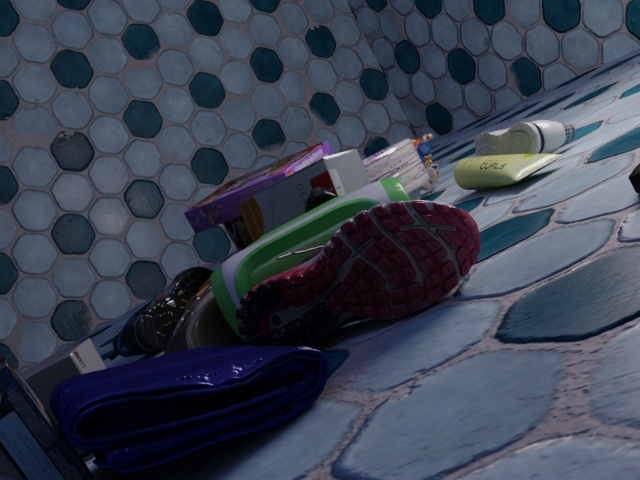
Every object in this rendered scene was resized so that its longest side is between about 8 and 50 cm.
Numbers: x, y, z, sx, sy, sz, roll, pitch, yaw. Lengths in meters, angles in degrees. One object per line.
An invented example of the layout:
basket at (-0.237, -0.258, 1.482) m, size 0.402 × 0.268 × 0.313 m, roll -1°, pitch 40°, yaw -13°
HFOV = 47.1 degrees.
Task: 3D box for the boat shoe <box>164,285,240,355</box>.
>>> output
boat shoe at (-0.157, 0.114, 1.143) m, size 0.092 × 0.102 × 0.285 m, roll -21°, pitch 14°, yaw 20°

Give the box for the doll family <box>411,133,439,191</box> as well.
doll family at (0.184, -0.118, 1.658) m, size 0.263 × 0.118 × 0.163 m, roll -45°, pitch 10°, yaw 8°

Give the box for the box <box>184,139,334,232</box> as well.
box at (-0.130, -0.117, 1.598) m, size 0.293 × 0.057 × 0.201 m, roll -18°, pitch 16°, yaw 34°

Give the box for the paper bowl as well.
paper bowl at (0.078, -0.071, 1.418) m, size 0.284 × 0.148 × 0.284 m, roll -28°, pitch 6°, yaw 3°

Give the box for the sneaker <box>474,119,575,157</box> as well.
sneaker at (0.370, -0.174, 1.365) m, size 0.095 × 0.090 × 0.235 m, roll -17°, pitch 6°, yaw -17°

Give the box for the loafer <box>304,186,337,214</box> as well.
loafer at (0.000, 0.000, 1.128) m, size 0.062 × 0.170 × 0.061 m, roll 3°, pitch 20°, yaw -13°

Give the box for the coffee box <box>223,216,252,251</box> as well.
coffee box at (-0.113, -0.019, 1.757) m, size 0.119 × 0.168 × 0.297 m, roll -31°, pitch 6°, yaw -22°

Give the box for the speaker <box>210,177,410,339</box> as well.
speaker at (0.000, 0.026, 1.036) m, size 0.297 × 0.131 × 0.131 m, roll -28°, pitch 6°, yaw 5°

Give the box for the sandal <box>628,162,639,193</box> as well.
sandal at (0.388, -0.112, 0.789) m, size 0.097 × 0.054 × 0.254 m, roll -23°, pitch 7°, yaw 40°

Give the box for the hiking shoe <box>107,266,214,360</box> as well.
hiking shoe at (-0.325, 0.146, 1.566) m, size 0.132 × 0.113 × 0.304 m, roll -24°, pitch 7°, yaw 32°

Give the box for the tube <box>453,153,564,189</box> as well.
tube at (0.307, -0.119, 1.243) m, size 0.070 × 0.062 × 0.240 m, roll -69°, pitch 16°, yaw -3°

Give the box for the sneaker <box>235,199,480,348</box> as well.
sneaker at (0.039, 0.034, 0.829) m, size 0.299 × 0.120 × 0.112 m, roll -25°, pitch 3°, yaw 28°

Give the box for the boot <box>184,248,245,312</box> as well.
boot at (-0.129, 0.057, 1.486) m, size 0.295 × 0.104 × 0.211 m, roll -30°, pitch 5°, yaw 23°

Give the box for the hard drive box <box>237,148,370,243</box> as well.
hard drive box at (-0.011, -0.025, 1.227) m, size 0.089 × 0.181 × 0.232 m, roll -20°, pitch -2°, yaw -45°

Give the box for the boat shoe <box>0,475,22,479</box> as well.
boat shoe at (-0.425, 0.301, 0.702) m, size 0.335 × 0.119 × 0.121 m, roll -8°, pitch -5°, yaw 7°

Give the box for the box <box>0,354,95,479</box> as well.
box at (-0.281, 0.192, 0.720) m, size 0.044 × 0.159 × 0.233 m, roll -37°, pitch 8°, yaw -23°

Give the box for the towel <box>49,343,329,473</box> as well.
towel at (-0.146, 0.160, 0.736) m, size 0.228 × 0.076 × 0.308 m, roll -9°, pitch -3°, yaw -24°

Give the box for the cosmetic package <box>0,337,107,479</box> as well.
cosmetic package at (-0.382, 0.241, 0.954) m, size 0.238 × 0.127 × 0.107 m, roll -27°, pitch 6°, yaw -3°
